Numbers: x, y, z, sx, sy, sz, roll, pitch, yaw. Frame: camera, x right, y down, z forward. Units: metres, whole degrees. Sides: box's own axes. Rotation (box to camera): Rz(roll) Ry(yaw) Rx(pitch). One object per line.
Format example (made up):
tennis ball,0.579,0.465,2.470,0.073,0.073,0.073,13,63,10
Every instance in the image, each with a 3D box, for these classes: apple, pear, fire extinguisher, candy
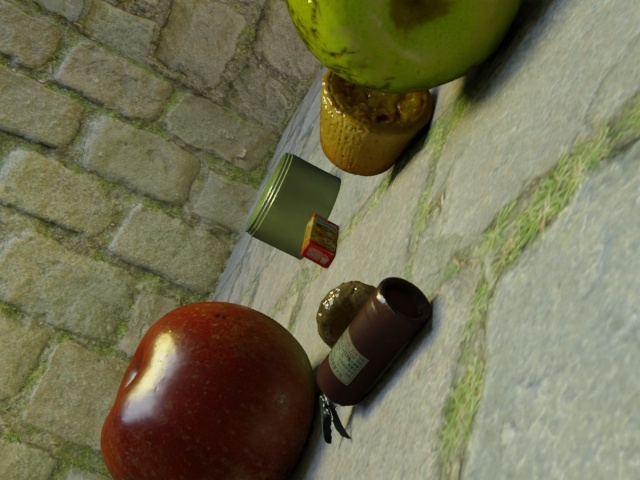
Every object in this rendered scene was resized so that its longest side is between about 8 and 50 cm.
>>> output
apple,-0.171,0.260,1.191,0.348,0.277,0.348,-60,10,18
pear,0.124,-0.412,1.146,0.391,0.391,0.391,-60,11,19
fire extinguisher,0.051,0.155,0.945,0.231,0.071,0.099,-58,39,32
candy,0.000,0.000,1.590,0.038,0.062,0.122,-56,12,30

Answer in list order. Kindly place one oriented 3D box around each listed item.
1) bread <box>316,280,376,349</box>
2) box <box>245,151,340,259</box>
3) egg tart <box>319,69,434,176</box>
bread,0.038,0.101,1.095,0.113,0.082,0.060,-55,11,28
box,-0.068,-0.086,1.903,0.226,0.149,0.226,-60,10,18
egg tart,0.089,-0.212,1.379,0.147,0.202,0.203,106,-178,-50
